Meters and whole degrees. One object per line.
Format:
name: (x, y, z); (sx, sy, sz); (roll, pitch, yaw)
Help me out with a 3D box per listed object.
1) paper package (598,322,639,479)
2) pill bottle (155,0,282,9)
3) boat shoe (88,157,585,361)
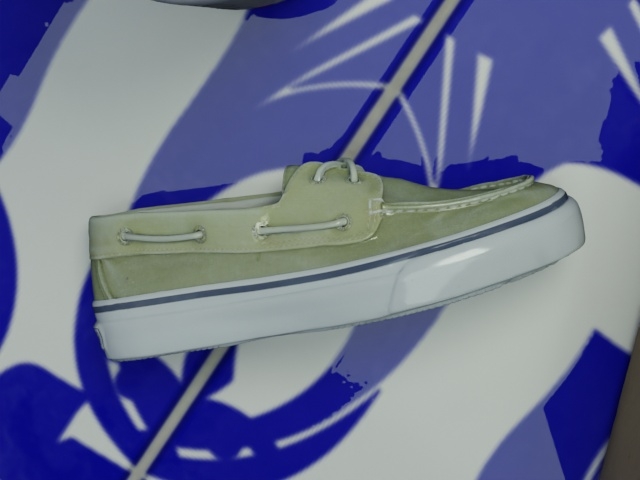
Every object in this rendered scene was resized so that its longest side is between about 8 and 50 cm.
paper package: (0.263, 0.076, 0.677); (0.168, 0.309, 0.325); (13, 101, 3)
pill bottle: (-0.058, -0.198, 0.671); (0.160, 0.283, 0.160); (1, 99, 4)
boat shoe: (0.000, 0.000, 0.790); (0.302, 0.109, 0.094); (-13, 96, 9)
